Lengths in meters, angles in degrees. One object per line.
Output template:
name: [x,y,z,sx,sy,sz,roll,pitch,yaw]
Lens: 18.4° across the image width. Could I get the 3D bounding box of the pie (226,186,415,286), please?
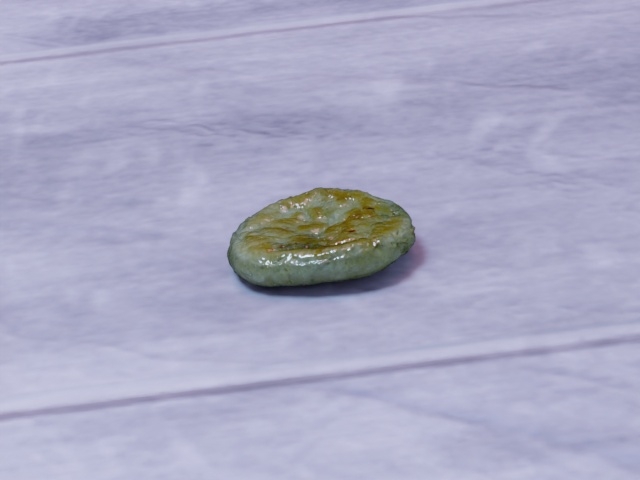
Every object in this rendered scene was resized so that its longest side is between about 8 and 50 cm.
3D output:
pie: [0.001,-0.001,0.848,0.084,0.021,0.084,-8,23,3]
